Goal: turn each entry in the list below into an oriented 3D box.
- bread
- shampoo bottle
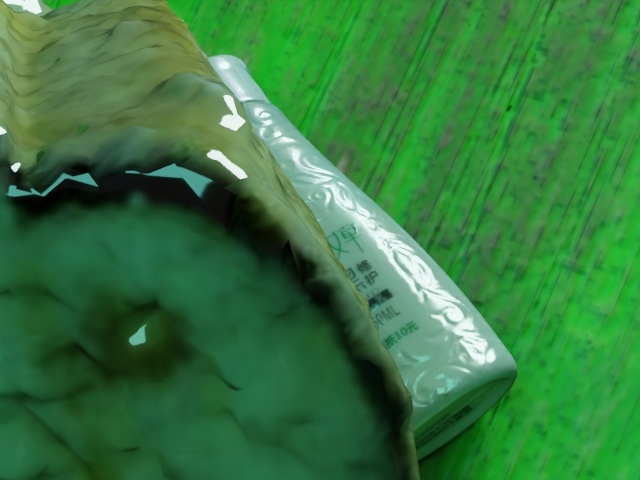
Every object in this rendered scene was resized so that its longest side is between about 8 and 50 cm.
[{"bbox_3d":[-0.146,0.025,0.534,0.395,0.264,0.239,0,113,9],"label":"bread"},{"bbox_3d":[0.000,0.000,0.619,0.069,0.041,0.191,-39,61,8],"label":"shampoo bottle"}]
